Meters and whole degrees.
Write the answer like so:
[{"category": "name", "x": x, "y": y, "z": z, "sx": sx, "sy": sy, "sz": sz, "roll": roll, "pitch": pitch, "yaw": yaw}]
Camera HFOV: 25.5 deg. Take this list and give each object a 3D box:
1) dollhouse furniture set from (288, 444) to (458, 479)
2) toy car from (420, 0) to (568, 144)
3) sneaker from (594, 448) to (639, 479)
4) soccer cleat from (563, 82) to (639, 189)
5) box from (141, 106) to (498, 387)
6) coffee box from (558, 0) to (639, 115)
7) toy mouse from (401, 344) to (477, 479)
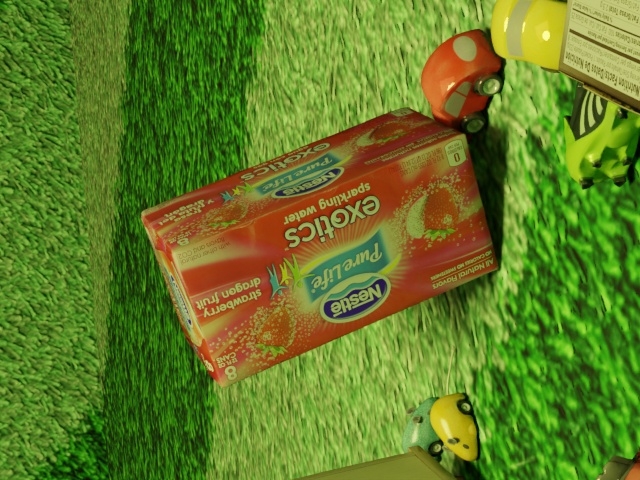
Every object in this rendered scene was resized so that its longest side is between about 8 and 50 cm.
[{"category": "dollhouse furniture set", "x": 0.048, "y": 0.368, "z": 1.149, "sx": 0.286, "sy": 0.198, "sz": 0.303, "roll": 36, "pitch": 131, "yaw": 57}, {"category": "toy car", "x": 0.126, "y": -0.210, "z": 1.124, "sx": 0.239, "sy": 0.053, "sz": 0.225, "roll": 148, "pitch": 118, "yaw": -67}, {"category": "sneaker", "x": 0.222, "y": 0.138, "z": 0.754, "sx": 0.135, "sy": 0.097, "sz": 0.276, "roll": 36, "pitch": 118, "yaw": 12}, {"category": "soccer cleat", "x": 0.199, "y": -0.104, "z": 0.924, "sx": 0.179, "sy": 0.060, "sz": 0.072, "roll": 114, "pitch": 149, "yaw": -56}, {"category": "box", "x": 0.000, "y": 0.000, "z": 1.162, "sx": 0.122, "sy": 0.257, "sz": 0.128, "roll": -140, "pitch": 30, "yaw": -64}, {"category": "coffee box", "x": 0.221, "y": -0.195, "z": 0.735, "sx": 0.098, "sy": 0.141, "sz": 0.246, "roll": -134, "pitch": 44, "yaw": -61}, {"category": "toy mouse", "x": 0.101, "y": 0.197, "z": 1.262, "sx": 0.143, "sy": 0.031, "sz": 0.161, "roll": 118, "pitch": 145, "yaw": -54}]
